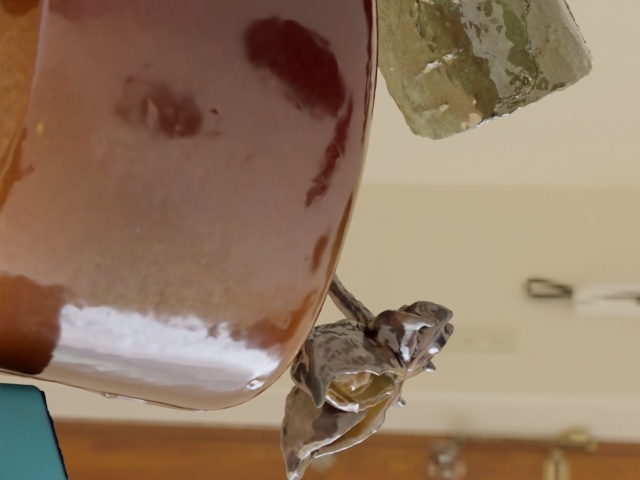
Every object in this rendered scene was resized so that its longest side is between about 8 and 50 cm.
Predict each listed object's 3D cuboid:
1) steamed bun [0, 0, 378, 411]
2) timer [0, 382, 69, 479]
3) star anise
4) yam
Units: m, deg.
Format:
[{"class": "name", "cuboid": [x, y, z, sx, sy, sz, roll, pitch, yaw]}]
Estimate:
[{"class": "steamed bun", "cuboid": [-0.099, -0.109, 0.930, 0.248, 0.235, 0.379, 125, -29, -43]}, {"class": "timer", "cuboid": [-0.195, 0.221, 0.839, 0.232, 0.091, 0.250, 58, -44, 52]}, {"class": "star anise", "cuboid": [0.000, 0.000, 1.030, 0.227, 0.218, 0.148, 55, 14, 26]}, {"class": "yam", "cuboid": [0.094, -0.226, 1.354, 0.168, 0.168, 0.304, 34, 31, -79]}]
